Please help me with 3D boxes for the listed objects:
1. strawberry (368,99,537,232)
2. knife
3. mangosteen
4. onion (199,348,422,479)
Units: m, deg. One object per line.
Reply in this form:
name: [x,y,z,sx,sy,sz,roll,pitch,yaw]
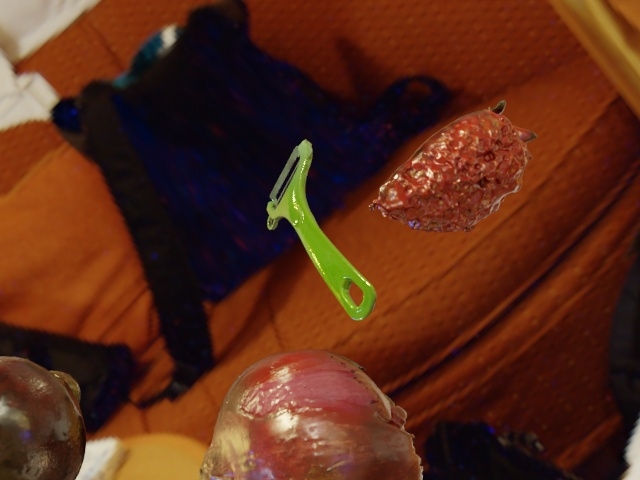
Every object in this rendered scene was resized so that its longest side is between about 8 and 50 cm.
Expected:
strawberry: [0.162,-0.073,1.551,0.174,0.098,0.228,-50,-16,26]
knife: [-0.002,0.000,0.978,0.078,0.023,0.166,-65,35,31]
mangosteen: [-0.274,0.169,1.182,0.152,0.152,0.152,-34,26,20]
onion: [-0.014,0.258,1.563,0.276,0.276,0.276,-34,26,20]
